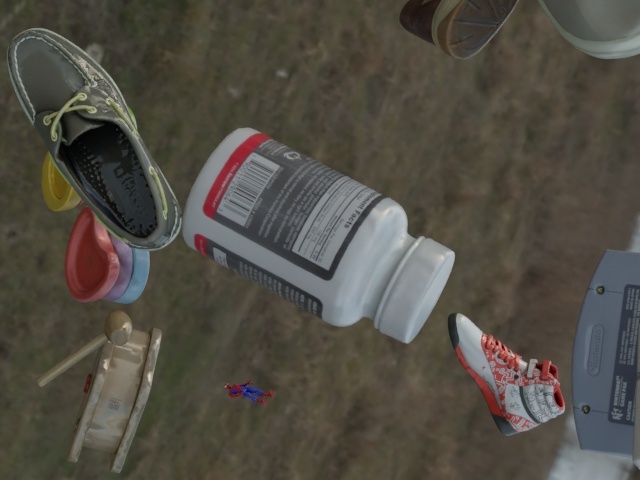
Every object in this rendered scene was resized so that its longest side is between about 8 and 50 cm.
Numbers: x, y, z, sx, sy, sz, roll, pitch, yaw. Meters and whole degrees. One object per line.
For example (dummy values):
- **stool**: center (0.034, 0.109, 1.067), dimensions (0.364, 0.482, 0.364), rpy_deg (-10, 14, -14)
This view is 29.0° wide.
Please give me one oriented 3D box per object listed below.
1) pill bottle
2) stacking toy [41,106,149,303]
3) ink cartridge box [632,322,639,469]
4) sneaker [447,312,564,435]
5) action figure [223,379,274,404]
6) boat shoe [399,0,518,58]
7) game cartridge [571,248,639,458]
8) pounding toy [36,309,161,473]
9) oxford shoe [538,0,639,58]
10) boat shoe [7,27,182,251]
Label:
- **pill bottle**: center (0.000, 0.000, 1.559), dimensions (0.176, 0.318, 0.176), rpy_deg (-56, 166, -23)
- **stacking toy**: center (-0.321, -0.065, 2.018), dimensions (0.130, 0.309, 0.279), rpy_deg (4, 147, -39)
- **ink cartridge box**: center (0.514, 0.212, 1.565), dimensions (0.168, 0.171, 0.233), rpy_deg (46, 41, -27)
- **sneaker**: center (0.355, 0.231, 2.314), dimensions (0.270, 0.145, 0.090), rpy_deg (61, 26, -12)
- **action figure**: center (-0.143, 0.290, 2.377), dimensions (0.038, 0.115, 0.030), rpy_deg (-52, 130, -33)
- **boat shoe**: center (0.234, -0.385, 1.624), dimensions (0.342, 0.123, 0.123), rpy_deg (-50, 139, -12)
- **game cartridge**: center (0.466, 0.166, 1.786), dimensions (0.062, 0.198, 0.297), rpy_deg (12, 85, -68)
- **pounding toy**: center (-0.316, 0.187, 1.734), dimensions (0.154, 0.154, 0.270), rpy_deg (-95, -155, -61)
- **oxford shoe**: center (0.260, -0.391, 1.236), dimensions (0.130, 0.169, 0.450), rpy_deg (36, 47, -60)
- **boat shoe**: center (-0.266, -0.121, 1.436), dimensions (0.109, 0.305, 0.091), rpy_deg (-34, -179, 0)
